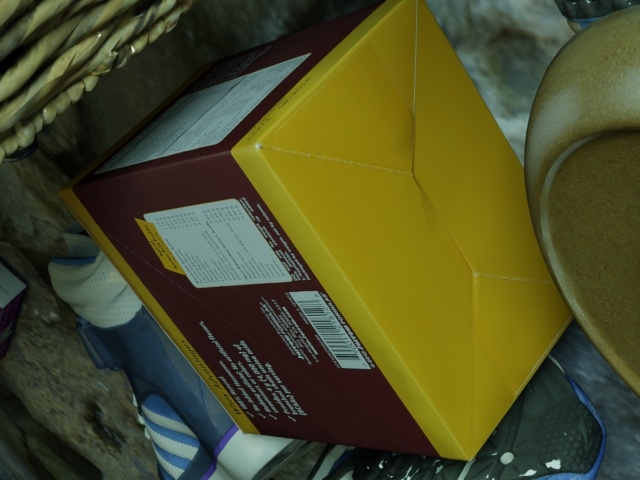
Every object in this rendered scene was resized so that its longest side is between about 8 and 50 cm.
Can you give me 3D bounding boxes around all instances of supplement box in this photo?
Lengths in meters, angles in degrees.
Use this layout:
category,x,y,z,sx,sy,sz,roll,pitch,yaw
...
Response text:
category,x,y,z,sx,sy,sz,roll,pitch,yaw
supplement box,0.000,0.000,0.610,0.194,0.129,0.191,-6,125,52

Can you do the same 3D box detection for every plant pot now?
category,x,y,z,sx,sy,sz,roll,pitch,yaw
plant pot,0.156,0.026,0.394,0.236,0.032,0.236,41,160,19

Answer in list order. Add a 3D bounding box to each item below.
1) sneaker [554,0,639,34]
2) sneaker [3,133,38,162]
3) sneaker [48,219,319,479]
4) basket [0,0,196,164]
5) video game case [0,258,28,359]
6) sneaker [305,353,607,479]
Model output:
category,x,y,z,sx,sy,sz,roll,pitch,yaw
sneaker,0.177,-0.080,0.358,0.237,0.085,0.086,6,141,50
sneaker,-0.270,-0.112,0.861,0.135,0.052,0.058,38,145,8
sneaker,-0.107,0.084,0.863,0.236,0.130,0.323,51,157,10
basket,-0.183,-0.172,0.443,0.223,0.299,0.213,27,147,26
video game case,-0.410,0.030,1.202,0.210,0.042,0.232,42,149,0
sneaker,0.097,0.155,0.722,0.147,0.130,0.330,33,156,-4
